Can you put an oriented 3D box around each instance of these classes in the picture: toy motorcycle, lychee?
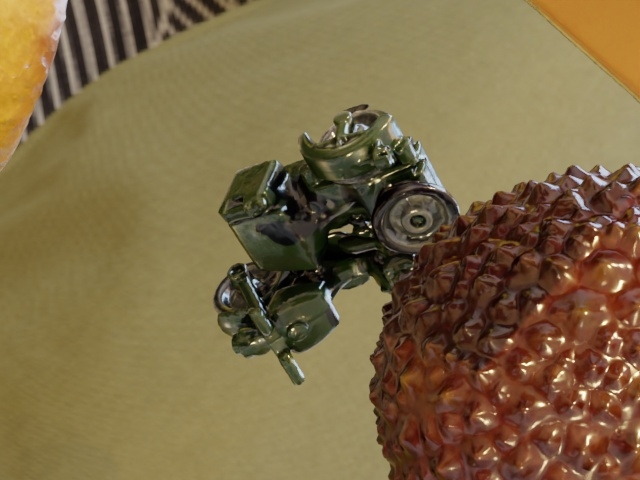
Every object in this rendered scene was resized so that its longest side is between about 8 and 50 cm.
[{"bbox_3d":[0.000,0.000,1.283,0.205,0.275,0.127,58,26,-35],"label":"toy motorcycle"},{"bbox_3d":[0.171,0.088,0.950,0.275,0.304,0.276,19,44,-19],"label":"lychee"}]

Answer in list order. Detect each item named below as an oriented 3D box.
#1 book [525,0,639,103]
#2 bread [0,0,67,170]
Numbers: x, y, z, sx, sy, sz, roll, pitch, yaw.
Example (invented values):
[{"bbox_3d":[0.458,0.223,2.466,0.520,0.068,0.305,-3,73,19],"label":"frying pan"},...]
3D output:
[{"bbox_3d":[0.106,-0.229,0.511,0.374,0.262,0.028,44,18,11],"label":"book"},{"bbox_3d":[-0.381,-0.227,1.367,0.215,0.398,0.398,15,80,-32],"label":"bread"}]
